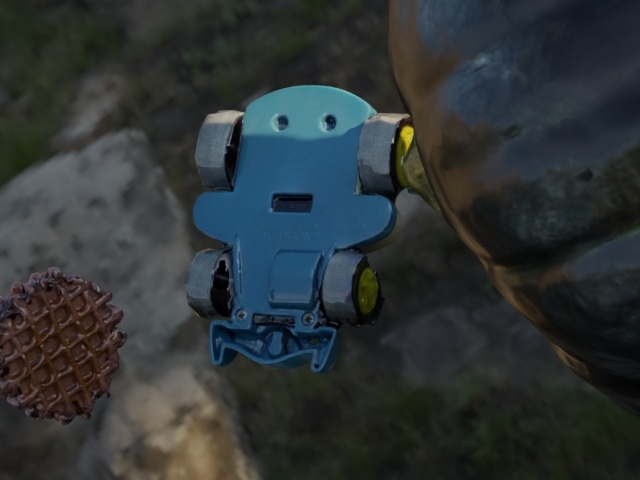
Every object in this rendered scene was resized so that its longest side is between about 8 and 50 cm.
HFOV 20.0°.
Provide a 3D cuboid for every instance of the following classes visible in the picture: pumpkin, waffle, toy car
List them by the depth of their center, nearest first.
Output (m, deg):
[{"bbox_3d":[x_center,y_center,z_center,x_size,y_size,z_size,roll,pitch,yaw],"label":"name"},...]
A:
[{"bbox_3d":[0.130,-0.058,0.690,0.295,0.296,0.296,-29,21,12],"label":"pumpkin"},{"bbox_3d":[-0.134,0.054,0.920,0.029,0.083,0.075,10,76,51],"label":"waffle"},{"bbox_3d":[0.000,0.000,1.014,0.126,0.098,0.162,0,77,28],"label":"toy car"}]
